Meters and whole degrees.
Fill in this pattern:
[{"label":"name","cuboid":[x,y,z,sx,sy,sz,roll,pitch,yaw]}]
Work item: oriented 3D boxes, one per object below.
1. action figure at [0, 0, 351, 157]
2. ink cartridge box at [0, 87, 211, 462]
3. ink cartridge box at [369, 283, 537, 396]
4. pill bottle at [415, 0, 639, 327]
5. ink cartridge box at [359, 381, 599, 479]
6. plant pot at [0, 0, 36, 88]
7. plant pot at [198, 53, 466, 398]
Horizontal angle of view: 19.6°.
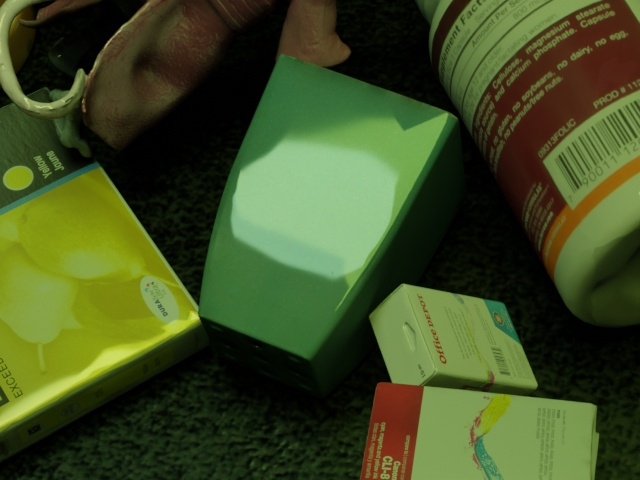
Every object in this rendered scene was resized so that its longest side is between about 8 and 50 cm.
[{"label":"action figure","cuboid":[-0.092,-0.243,1.636,0.370,0.276,0.248,-29,69,14]},{"label":"ink cartridge box","cuboid":[-0.302,0.044,1.614,0.307,0.072,0.303,-28,61,-17]},{"label":"ink cartridge box","cuboid":[0.109,0.092,1.531,0.122,0.052,0.088,13,46,-41]},{"label":"pill bottle","cuboid":[0.229,-0.140,1.607,0.224,0.224,0.392,-20,59,-9]},{"label":"ink cartridge box","cuboid":[0.122,0.203,1.434,0.176,0.128,0.127,5,34,6]},{"label":"plant pot","cuboid":[-0.383,-0.250,1.730,0.205,0.188,0.205,-1,58,2]},{"label":"plant pot","cuboid":[0.000,0.000,1.572,0.165,0.165,0.234,21,70,15]}]
